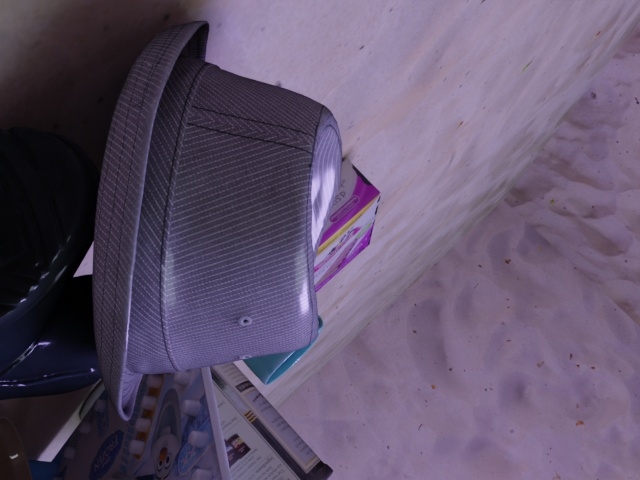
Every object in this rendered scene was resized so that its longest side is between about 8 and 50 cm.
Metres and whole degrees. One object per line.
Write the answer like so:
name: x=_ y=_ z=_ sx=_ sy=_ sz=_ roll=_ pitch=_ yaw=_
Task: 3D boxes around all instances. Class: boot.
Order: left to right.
boot: x=-0.181 y=0.031 z=0.477 sx=0.246 sy=0.094 sz=0.207 roll=-42 pitch=166 yaw=16

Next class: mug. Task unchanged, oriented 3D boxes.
mug: x=-0.077 y=0.173 z=1.267 sx=0.129 sy=0.097 sz=0.158 roll=-48 pitch=168 yaw=13

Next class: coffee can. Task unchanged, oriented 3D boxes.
coffee can: x=-0.148 y=0.271 z=0.942 sx=0.201 sy=0.275 sz=0.201 roll=-42 pitch=167 yaw=-12

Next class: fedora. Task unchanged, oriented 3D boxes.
fedora: x=-0.055 y=-0.003 z=0.466 sx=0.275 sy=0.124 sz=0.244 roll=102 pitch=-3 yaw=-51

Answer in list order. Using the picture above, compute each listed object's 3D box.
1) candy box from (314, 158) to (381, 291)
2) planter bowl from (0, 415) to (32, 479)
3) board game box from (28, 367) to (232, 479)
candy box: x=0.000 y=0.000 z=1.015 sx=0.159 sy=0.071 sz=0.233 roll=-42 pitch=167 yaw=-11
planter bowl: x=-0.327 y=0.254 z=0.648 sx=0.109 sy=0.162 sz=0.162 roll=-13 pitch=158 yaw=-14
board game box: x=-0.220 y=0.298 z=0.709 sx=0.050 sy=0.390 sz=0.390 roll=23 pitch=118 yaw=-34
